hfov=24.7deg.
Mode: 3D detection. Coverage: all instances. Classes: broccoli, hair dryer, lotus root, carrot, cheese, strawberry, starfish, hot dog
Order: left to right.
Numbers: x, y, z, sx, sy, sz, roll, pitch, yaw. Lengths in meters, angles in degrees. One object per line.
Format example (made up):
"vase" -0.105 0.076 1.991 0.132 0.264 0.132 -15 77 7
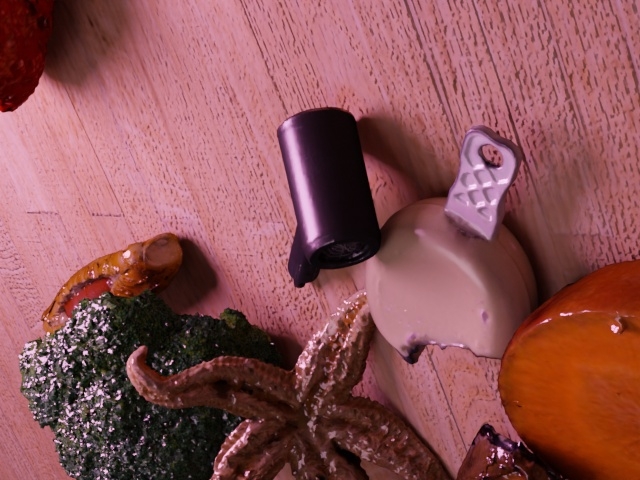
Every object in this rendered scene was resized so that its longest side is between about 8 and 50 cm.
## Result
"strawberry" -0.303 -0.228 1.424 0.236 0.111 0.190 73 172 -61
"hot dog" -0.233 0.058 1.615 0.289 0.083 0.068 -33 75 55
"broccoli" -0.165 0.166 1.541 0.294 0.265 0.245 28 -169 -35
"starfish" -0.012 0.181 1.429 0.375 0.094 0.327 15 107 -12
"hair dryer" 0.000 0.000 1.316 0.255 0.070 0.128 101 159 -62
"cheese" 0.103 0.001 1.225 0.163 0.071 0.249 19 134 35
"lotus root" 0.170 0.268 1.303 0.167 0.078 0.329 38 162 21
"carrot" 0.290 0.135 1.129 0.307 0.100 0.258 18 138 34
